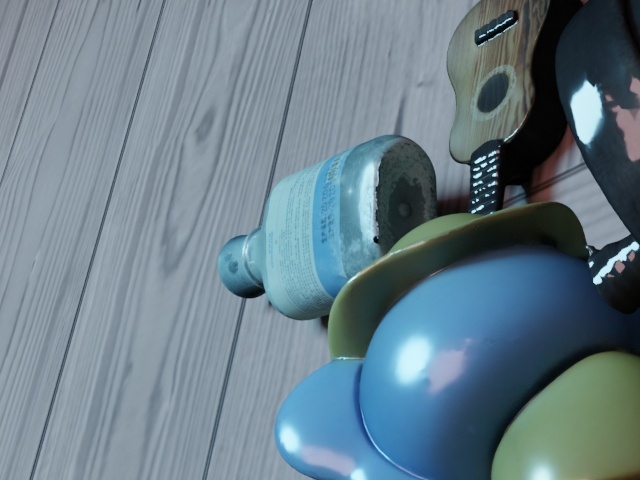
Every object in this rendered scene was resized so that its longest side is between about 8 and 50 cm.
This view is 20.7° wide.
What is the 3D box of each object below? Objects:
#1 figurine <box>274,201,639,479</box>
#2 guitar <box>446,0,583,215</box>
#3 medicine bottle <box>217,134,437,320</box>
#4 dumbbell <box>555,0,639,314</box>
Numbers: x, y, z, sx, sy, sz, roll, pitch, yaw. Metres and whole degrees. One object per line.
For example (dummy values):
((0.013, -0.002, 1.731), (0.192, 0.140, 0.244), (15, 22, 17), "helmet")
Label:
((0.081, 0.090, 0.731), (0.180, 0.154, 0.262), (-33, 32, 23), "figurine")
((0.095, -0.031, 0.939), (0.084, 0.038, 0.271), (-32, 37, 44), "guitar")
((0.000, 0.000, 1.039), (0.208, 0.053, 0.090), (-20, 68, 61), "medicine bottle")
((0.239, -0.098, 0.608), (0.388, 0.185, 0.185), (-43, 32, 29), "dumbbell")
